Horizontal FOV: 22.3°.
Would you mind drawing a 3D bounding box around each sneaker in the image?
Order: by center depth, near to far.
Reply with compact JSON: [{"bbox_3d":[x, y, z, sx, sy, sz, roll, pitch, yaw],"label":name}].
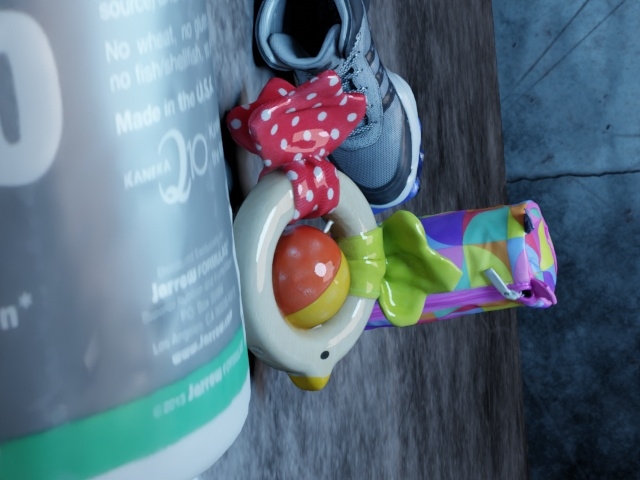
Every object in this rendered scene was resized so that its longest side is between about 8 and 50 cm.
[{"bbox_3d":[0.010,-0.142,1.414,0.153,0.101,0.268,-51,127,-69],"label":"sneaker"}]

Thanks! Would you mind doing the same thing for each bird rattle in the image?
[{"bbox_3d":[0.000,0.000,1.275,0.207,0.143,0.253,-62,144,-28],"label":"bird rattle"}]

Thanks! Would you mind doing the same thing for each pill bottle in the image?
[{"bbox_3d":[-0.140,-0.098,0.507,0.204,0.204,0.361,-53,138,-71],"label":"pill bottle"}]

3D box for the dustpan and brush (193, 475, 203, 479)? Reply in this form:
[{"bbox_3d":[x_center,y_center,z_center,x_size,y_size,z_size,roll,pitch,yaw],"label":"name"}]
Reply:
[{"bbox_3d":[-0.092,0.260,0.991,0.147,0.060,0.211,70,14,-48],"label":"dustpan and brush"}]

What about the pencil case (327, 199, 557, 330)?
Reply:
[{"bbox_3d":[0.094,0.026,1.437,0.104,0.236,0.104,-9,90,-68],"label":"pencil case"}]

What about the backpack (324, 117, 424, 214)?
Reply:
[{"bbox_3d":[0.046,-0.096,1.572,0.101,0.098,0.120,51,34,-35],"label":"backpack"}]
